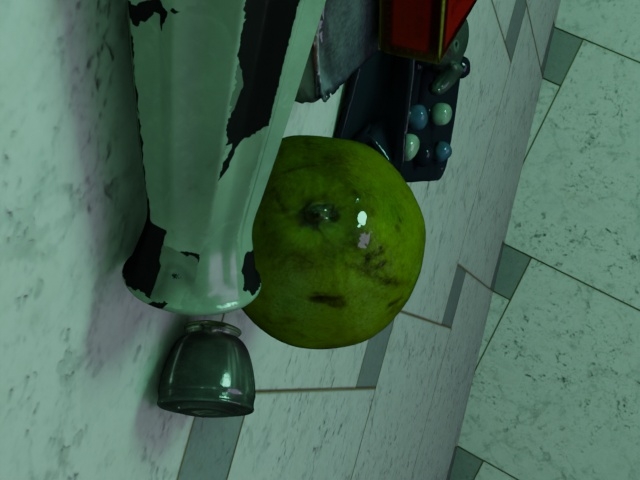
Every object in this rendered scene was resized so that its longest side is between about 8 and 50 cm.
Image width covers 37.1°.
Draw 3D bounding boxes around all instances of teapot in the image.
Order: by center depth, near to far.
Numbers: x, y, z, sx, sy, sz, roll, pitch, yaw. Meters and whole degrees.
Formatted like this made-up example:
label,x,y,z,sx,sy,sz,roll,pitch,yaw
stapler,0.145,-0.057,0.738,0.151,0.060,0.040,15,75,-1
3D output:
label,x,y,z,sx,sy,sz,roll,pitch,yaw
teapot,-0.114,0.124,0.919,0.092,0.124,0.090,18,66,-32

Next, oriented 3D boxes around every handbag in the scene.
label,x,y,z,sx,sy,sz,roll,pitch,yaw
handbag,0.135,-0.215,1.323,0.326,0.118,0.269,-16,118,-71

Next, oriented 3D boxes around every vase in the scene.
label,x,y,z,sx,sy,sz,roll,pitch,yaw
vase,-0.078,-0.125,0.706,0.165,0.165,0.360,-43,146,-59

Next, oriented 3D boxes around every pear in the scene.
label,x,y,z,sx,sy,sz,roll,pitch,yaw
pear,0.000,0.000,0.930,0.269,0.212,0.212,55,51,-81

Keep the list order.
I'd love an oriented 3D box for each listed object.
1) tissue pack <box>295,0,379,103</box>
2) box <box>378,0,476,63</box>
label,x,y,z,sx,sy,sz,roll,pitch,yaw
tissue pack,0.032,-0.331,0.905,0.394,0.124,0.288,-49,148,-54
box,0.107,-0.299,0.842,0.153,0.074,0.239,-54,153,-39
